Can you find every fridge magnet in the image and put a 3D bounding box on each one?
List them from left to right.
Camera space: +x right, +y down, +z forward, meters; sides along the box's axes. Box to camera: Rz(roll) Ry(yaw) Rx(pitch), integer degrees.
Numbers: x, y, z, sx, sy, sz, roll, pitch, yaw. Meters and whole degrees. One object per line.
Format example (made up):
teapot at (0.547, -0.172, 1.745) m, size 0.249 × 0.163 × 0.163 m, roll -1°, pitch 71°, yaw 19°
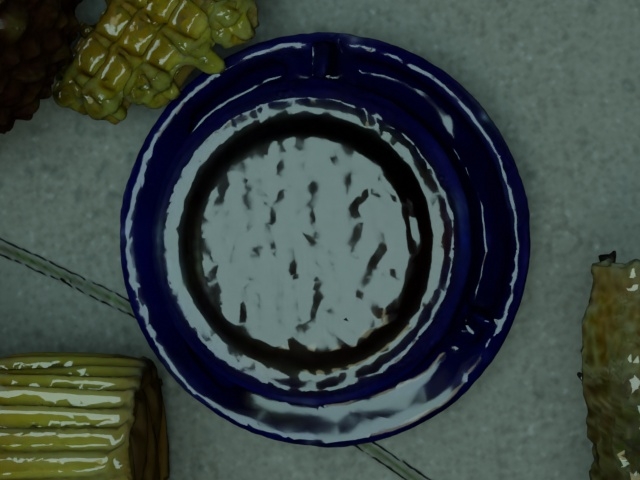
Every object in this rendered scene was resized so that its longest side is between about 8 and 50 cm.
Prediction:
fridge magnet at (0.000, 0.000, 1.166) m, size 0.265 × 0.112 × 0.265 m, roll 0°, pitch 91°, yaw 10°

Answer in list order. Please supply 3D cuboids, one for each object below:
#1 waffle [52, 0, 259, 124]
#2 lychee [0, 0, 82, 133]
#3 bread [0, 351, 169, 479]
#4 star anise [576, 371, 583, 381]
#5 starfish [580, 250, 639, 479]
waffle at (-0.105, -0.163, 1.192) m, size 0.192 × 0.046 × 0.161 m, roll -28°, pitch 57°, yaw 27°
lychee at (-0.284, -0.142, 1.118) m, size 0.271 × 0.271 × 0.271 m, roll 0°, pitch 92°, yaw 8°
bread at (-0.177, 0.215, 1.157) m, size 0.156 × 0.204 × 0.288 m, roll -2°, pitch 96°, yaw 4°
star anise at (0.264, 0.171, 1.146) m, size 0.288 × 0.088 × 0.288 m, roll 3°, pitch 102°, yaw 15°
starfish at (0.197, 0.199, 1.092) m, size 0.432 × 0.082 × 0.324 m, roll 30°, pitch 116°, yaw 16°
